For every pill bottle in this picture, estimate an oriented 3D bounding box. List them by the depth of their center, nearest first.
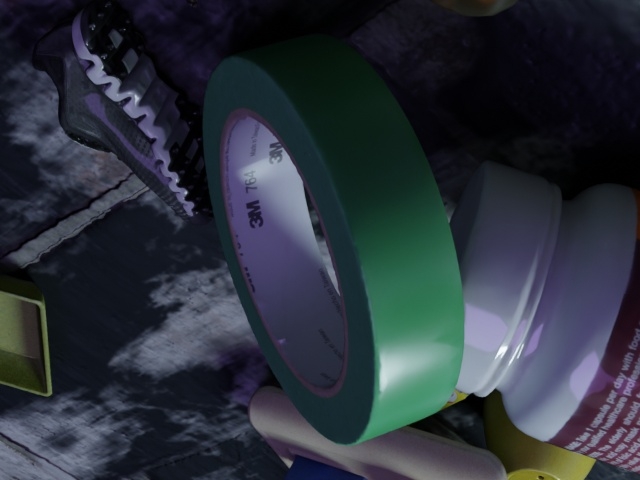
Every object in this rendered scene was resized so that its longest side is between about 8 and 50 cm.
[{"bbox_3d":[0.287,0.084,1.012,0.392,0.224,0.224,19,139,-2],"label":"pill bottle"}]

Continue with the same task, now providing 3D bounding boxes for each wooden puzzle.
[{"bbox_3d":[0.094,0.321,1.372,0.322,0.080,0.348,12,146,33],"label":"wooden puzzle"}]

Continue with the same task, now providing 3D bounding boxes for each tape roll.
[{"bbox_3d":[0.000,0.000,0.974,0.077,0.321,0.321,-19,142,-19],"label":"tape roll"}]

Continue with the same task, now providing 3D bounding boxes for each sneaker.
[{"bbox_3d":[-0.173,-0.105,1.089,0.106,0.078,0.234,-10,128,32],"label":"sneaker"}]

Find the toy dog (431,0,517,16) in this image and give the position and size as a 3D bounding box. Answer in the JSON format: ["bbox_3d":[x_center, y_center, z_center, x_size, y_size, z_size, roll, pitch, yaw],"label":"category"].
[{"bbox_3d":[0.103,-0.306,0.615,0.395,0.284,0.408,-1,137,22],"label":"toy dog"}]

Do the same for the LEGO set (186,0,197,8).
[{"bbox_3d":[-0.089,-0.218,0.977,0.083,0.023,0.054,-1,135,40],"label":"LEGO set"}]

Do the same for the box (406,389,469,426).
[{"bbox_3d":[0.078,0.148,1.296,0.105,0.043,0.179,36,138,-19],"label":"box"}]

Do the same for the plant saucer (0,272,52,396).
[{"bbox_3d":[-0.393,0.088,1.401,0.188,0.045,0.188,15,139,4],"label":"plant saucer"}]

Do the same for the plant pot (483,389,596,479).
[{"bbox_3d":[0.231,0.220,1.277,0.134,0.095,0.134,10,138,9],"label":"plant pot"}]
